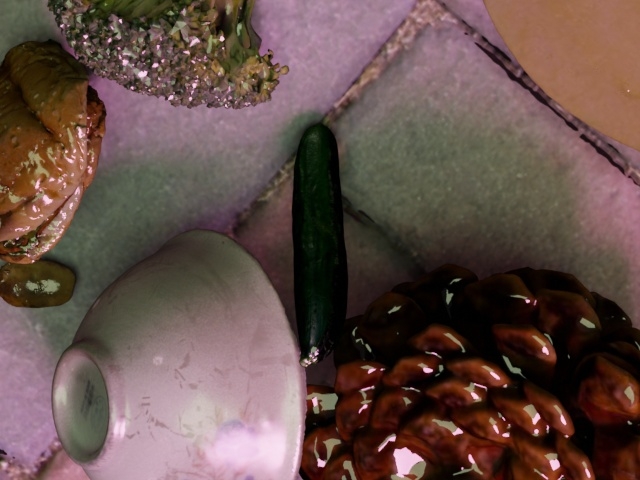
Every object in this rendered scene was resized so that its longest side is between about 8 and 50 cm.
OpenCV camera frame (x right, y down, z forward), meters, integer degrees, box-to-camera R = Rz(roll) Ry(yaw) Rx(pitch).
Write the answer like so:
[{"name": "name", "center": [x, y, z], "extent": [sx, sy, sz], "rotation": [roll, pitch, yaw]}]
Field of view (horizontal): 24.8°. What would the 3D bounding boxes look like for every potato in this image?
[{"name": "potato", "center": [-0.291, 0.045, 1.483], "extent": [0.083, 0.040, 0.051], "rotation": [1, 114, 1]}]

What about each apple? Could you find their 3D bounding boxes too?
[{"name": "apple", "center": [0.340, -0.221, 1.247], "extent": [0.312, 0.320, 0.360], "rotation": [-46, 113, 2]}]

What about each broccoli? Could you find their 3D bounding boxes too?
[{"name": "broccoli", "center": [-0.072, -0.273, 1.309], "extent": [0.361, 0.221, 0.252], "rotation": [-32, 75, 8]}]

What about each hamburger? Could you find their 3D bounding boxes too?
[{"name": "hamburger", "center": [-0.285, -0.085, 1.357], "extent": [0.130, 0.183, 0.206], "rotation": [18, 110, -34]}]

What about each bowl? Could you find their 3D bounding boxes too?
[{"name": "bowl", "center": [-0.162, 0.147, 1.363], "extent": [0.146, 0.313, 0.313], "rotation": [-3, 115, -41]}]

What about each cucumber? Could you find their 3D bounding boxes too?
[{"name": "cucumber", "center": [0.000, 0.000, 1.360], "extent": [0.056, 0.284, 0.056], "rotation": [0, 141, 0]}]

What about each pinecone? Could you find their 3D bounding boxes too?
[{"name": "pinecone", "center": [0.166, 0.201, 1.370], "extent": [0.397, 0.398, 0.398], "rotation": [0, 109, 0]}]
